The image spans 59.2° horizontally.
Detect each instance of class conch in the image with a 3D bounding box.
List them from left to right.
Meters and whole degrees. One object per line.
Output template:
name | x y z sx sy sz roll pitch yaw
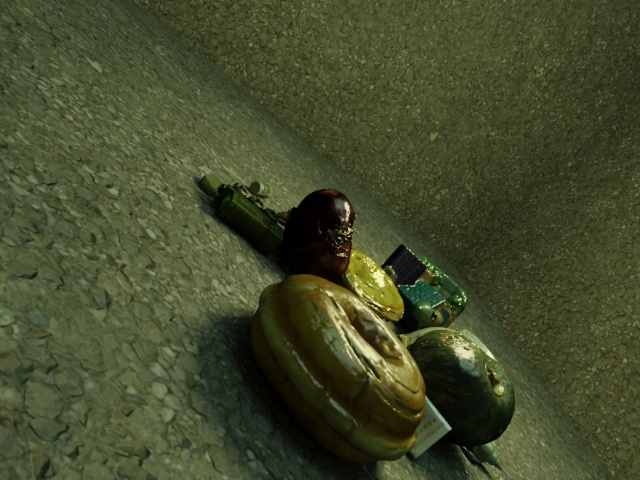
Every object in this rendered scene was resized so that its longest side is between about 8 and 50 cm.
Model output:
conch | 0.450 0.599 1.615 0.180 0.088 0.065 42 -30 14

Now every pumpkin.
pumpkin | 0.355 0.386 1.517 0.327 0.257 0.291 50 29 -12

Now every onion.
onion | -0.003 -0.020 1.647 0.221 0.280 0.281 5 36 -32

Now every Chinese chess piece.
Chinese chess piece | -0.312 -0.156 1.639 0.084 0.034 0.084 40 18 -16

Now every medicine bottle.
medicine bottle | -0.204 -0.175 1.951 0.047 0.047 0.083 51 15 22

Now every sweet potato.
sweet potato | -0.044 -0.033 1.963 0.274 0.067 0.067 31 20 -33

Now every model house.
model house | 0.343 0.179 2.073 0.312 0.245 0.280 48 7 38

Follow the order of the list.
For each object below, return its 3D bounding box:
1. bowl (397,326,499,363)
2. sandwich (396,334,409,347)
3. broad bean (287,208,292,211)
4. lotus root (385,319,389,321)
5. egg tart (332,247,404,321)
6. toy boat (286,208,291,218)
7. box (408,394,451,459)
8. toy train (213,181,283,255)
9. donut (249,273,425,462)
bowl | 0.457 0.418 1.836 0.435 0.196 0.435 41 15 -13
sandwich | 0.204 0.363 1.655 0.079 0.114 0.163 15 67 -63
broad bean | -0.089 -0.085 2.028 0.063 0.045 0.083 29 14 -49
lotus root | 0.198 0.199 1.955 0.183 0.077 0.090 51 16 27
egg tart | 0.136 0.157 1.810 0.315 0.120 0.315 37 22 -18
toy boat | 0.000 0.000 1.892 0.310 0.115 0.089 36 17 -32
box | 0.201 0.400 1.366 0.220 0.122 0.032 51 -22 21
toy train | -0.202 -0.068 1.590 0.225 0.090 0.137 39 19 -21
donut | 0.043 0.253 1.175 0.449 0.198 0.449 43 13 -12
